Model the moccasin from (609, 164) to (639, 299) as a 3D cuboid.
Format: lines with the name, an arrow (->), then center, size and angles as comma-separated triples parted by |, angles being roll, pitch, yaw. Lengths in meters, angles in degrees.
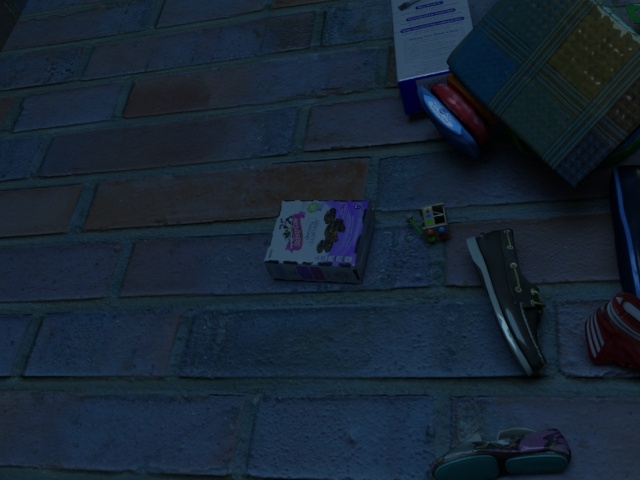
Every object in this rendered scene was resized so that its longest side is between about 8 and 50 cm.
moccasin -> 0.585, -0.013, 1.323 | 0.117, 0.137, 0.342 | -1, 55, 13

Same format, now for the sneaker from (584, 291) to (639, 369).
sneaker -> 0.533, 0.188, 1.237 | 0.221, 0.128, 0.087 | 47, 57, 8

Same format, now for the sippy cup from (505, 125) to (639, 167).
sippy cup -> 0.530, -0.299, 1.497 | 0.240, 0.224, 0.305 | 23, 64, 31

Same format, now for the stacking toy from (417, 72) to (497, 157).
stacking toy -> 0.361, -0.328, 1.547 | 0.302, 0.166, 0.175 | -41, 73, 9

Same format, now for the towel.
towel -> 0.434, -0.312, 1.383 | 0.271, 0.040, 0.370 | -48, 64, 21

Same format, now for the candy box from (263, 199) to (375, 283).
candy box -> 0.000, 0.000, 1.558 | 0.196, 0.070, 0.164 | 1, 56, 20

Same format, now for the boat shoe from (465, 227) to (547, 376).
boat shoe -> 0.345, 0.098, 1.341 | 0.091, 0.109, 0.305 | -21, 47, 10

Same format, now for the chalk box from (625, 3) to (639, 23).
chalk box -> 0.776, -0.500, 1.622 | 0.213, 0.132, 0.132 | -9, 53, 14

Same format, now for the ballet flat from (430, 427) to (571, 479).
ballet flat -> 0.286, 0.342, 1.212 | 0.222, 0.076, 0.079 | -10, 34, 6

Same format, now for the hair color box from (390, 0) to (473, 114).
hair color box -> 0.269, -0.453, 1.763 | 0.185, 0.110, 0.338 | -9, 49, 12

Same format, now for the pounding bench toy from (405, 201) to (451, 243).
pounding bench toy -> 0.215, -0.030, 1.517 | 0.083, 0.052, 0.065 | -11, 52, 11
